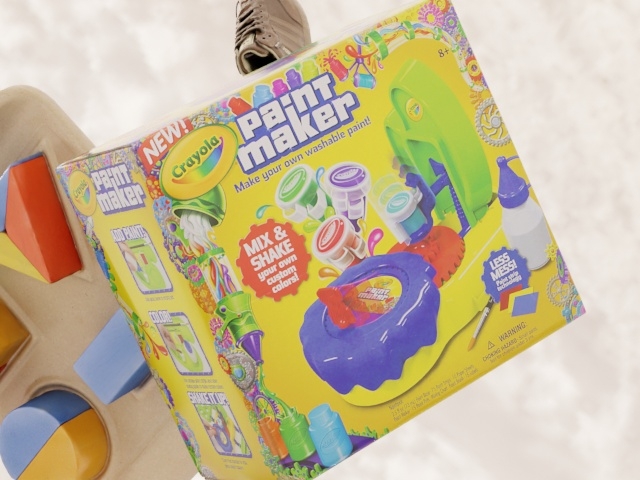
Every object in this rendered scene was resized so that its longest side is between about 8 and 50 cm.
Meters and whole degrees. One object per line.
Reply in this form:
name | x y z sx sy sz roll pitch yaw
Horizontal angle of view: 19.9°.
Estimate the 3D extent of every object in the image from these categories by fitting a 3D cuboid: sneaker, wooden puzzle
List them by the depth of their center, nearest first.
wooden puzzle | -0.237 0.086 1.616 0.348 0.080 0.322 45 124 5
sneaker | -0.049 -0.186 1.726 0.071 0.066 0.188 23 -145 -46

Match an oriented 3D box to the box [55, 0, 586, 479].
box | 0.000 0.000 1.416 0.177 0.290 0.279 -8 109 63
